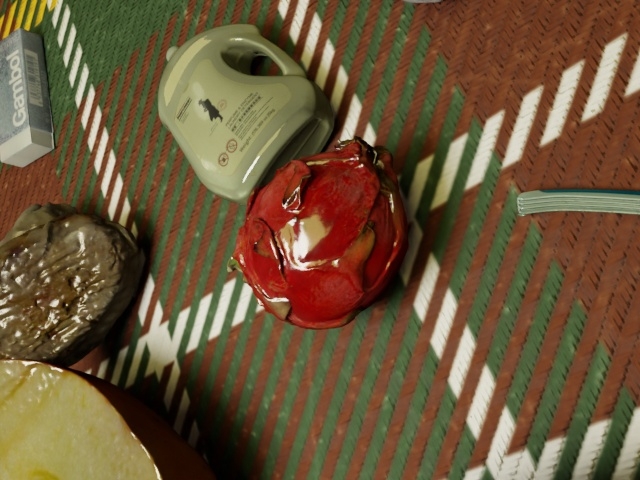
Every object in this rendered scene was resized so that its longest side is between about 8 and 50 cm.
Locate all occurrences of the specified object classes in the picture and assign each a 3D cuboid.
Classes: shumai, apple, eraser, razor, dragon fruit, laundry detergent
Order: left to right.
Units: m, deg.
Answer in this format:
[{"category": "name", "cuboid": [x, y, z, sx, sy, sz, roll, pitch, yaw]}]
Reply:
[{"category": "eraser", "cuboid": [-0.496, -0.237, 0.996, 0.091, 0.046, 0.213, -21, 74, 27]}, {"category": "shumai", "cuboid": [-0.359, 0.061, 0.831, 0.185, 0.183, 0.218, 14, 86, 67]}, {"category": "apple", "cuboid": [-0.290, 0.321, 0.675, 0.364, 0.295, 0.329, 10, 128, 24]}, {"category": "laundry detergent", "cuboid": [-0.111, -0.168, 0.732, 0.253, 0.091, 0.181, 46, 106, 27]}, {"category": "dragon fruit", "cuboid": [0.000, 0.000, 0.602, 0.209, 0.172, 0.172, -43, 64, 35]}, {"category": "razor", "cuboid": [0.269, -0.028, 0.522, 0.191, 0.037, 0.068, 10, 131, 35]}]

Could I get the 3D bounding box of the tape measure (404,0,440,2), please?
[{"category": "tape measure", "cuboid": [0.067, -0.373, 0.638, 0.197, 0.120, 0.236, 11, 86, 33]}]
